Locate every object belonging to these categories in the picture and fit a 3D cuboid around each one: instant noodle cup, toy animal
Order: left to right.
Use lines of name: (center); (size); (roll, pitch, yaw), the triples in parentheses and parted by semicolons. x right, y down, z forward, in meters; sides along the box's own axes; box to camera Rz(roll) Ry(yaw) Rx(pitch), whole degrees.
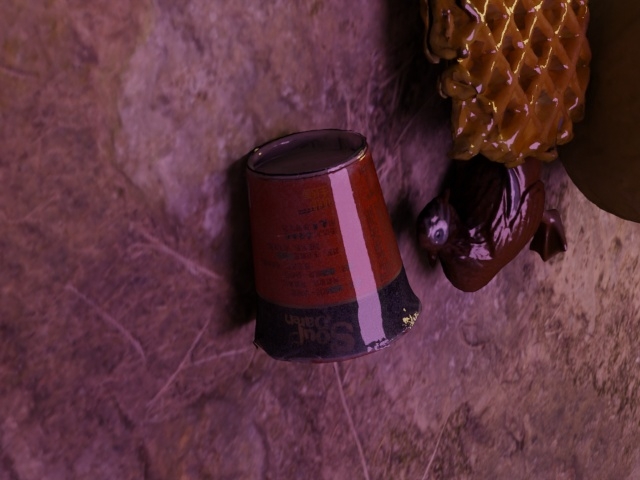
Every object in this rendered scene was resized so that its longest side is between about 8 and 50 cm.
instant noodle cup: (0.001, -0.001, 0.944); (0.127, 0.127, 0.136); (-35, 123, -43)
toy animal: (0.146, -0.047, 1.161); (0.179, 0.089, 0.188); (17, 88, -52)

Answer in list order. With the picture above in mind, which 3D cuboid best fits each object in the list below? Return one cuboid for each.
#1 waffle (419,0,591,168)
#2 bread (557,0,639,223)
waffle: (0.156, -0.182, 1.092); (0.254, 0.052, 0.245); (-14, 99, -52)
bread: (0.374, -0.128, 1.242); (0.320, 0.320, 0.237); (-10, 112, -54)
